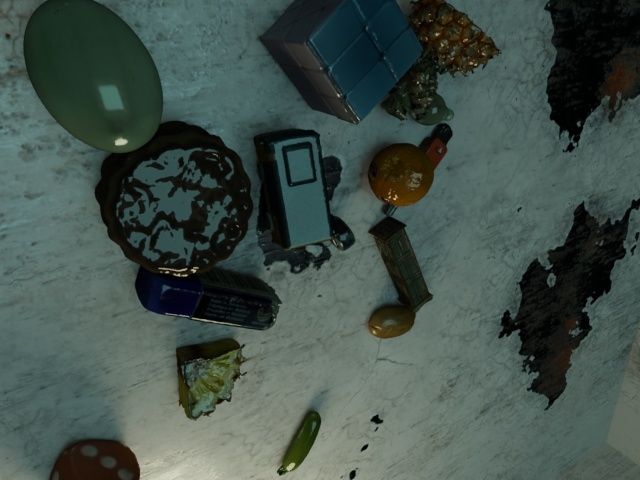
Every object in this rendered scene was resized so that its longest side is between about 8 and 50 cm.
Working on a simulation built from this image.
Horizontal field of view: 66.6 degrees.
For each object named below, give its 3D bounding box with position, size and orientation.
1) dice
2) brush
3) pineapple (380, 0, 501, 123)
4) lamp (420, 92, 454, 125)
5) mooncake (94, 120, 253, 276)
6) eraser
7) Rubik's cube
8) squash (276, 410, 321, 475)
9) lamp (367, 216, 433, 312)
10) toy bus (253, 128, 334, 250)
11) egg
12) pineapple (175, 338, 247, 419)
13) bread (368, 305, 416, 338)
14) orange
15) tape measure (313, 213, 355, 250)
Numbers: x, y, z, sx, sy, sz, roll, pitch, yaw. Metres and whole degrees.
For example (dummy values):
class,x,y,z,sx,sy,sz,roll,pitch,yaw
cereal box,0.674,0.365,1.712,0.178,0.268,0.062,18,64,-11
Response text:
class,x,y,z,sx,sy,sz,roll,pitch,yaw
dice,-0.562,0.618,1.199,0.174,0.179,0.174,23,100,-37
brush,0.289,-0.203,1.433,0.070,0.051,0.323,34,91,-40
pineapple,0.264,-0.430,1.233,0.263,0.262,0.271,26,108,-37
lamp,0.327,-0.364,1.374,0.163,0.091,0.090,-3,113,-48
mooncake,-0.302,-0.084,1.041,0.324,0.187,0.323,-11,114,-26
eraser,-0.263,0.132,1.178,0.332,0.155,0.101,15,104,-35
Rubik's cube,0.043,-0.431,1.074,0.231,0.221,0.224,-49,128,-4
squash,-0.063,0.673,1.599,0.066,0.066,0.252,21,100,-36
lamp,0.255,0.080,1.515,0.090,0.089,0.325,-37,125,-13
toy bus,-0.064,-0.124,1.163,0.139,0.167,0.275,-13,105,-18
egg,-0.397,-0.290,0.863,0.203,0.203,0.282,-29,98,-18
pineapple,-0.307,0.351,1.293,0.186,0.115,0.236,40,77,-37
bread,0.244,0.270,1.604,0.189,0.077,0.114,-4,108,-28
orange,0.218,-0.177,1.325,0.177,0.178,0.155,-56,141,1
tape measure,0.000,0.004,1.315,0.180,0.107,0.104,-25,124,-20
